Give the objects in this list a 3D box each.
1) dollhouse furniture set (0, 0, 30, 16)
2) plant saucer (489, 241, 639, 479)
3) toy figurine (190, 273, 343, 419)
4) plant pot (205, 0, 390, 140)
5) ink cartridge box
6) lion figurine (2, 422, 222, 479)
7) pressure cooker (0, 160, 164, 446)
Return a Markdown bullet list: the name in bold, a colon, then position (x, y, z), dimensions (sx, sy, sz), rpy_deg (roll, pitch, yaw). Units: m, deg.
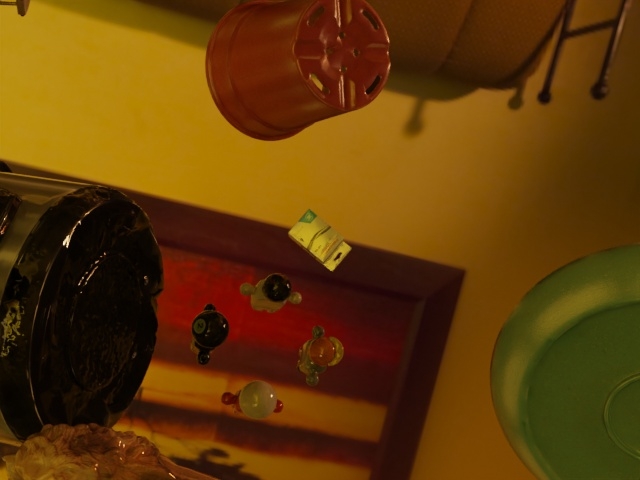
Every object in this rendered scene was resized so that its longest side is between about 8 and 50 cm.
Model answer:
- **dollhouse furniture set**: position (-0.463, -0.335, 1.081), dimensions (0.130, 0.128, 0.183), rpy_deg (0, -134, -9)
- **plant saucer**: position (0.311, 0.153, 0.750), dimensions (0.318, 0.317, 0.043), rpy_deg (15, -152, 15)
- **toy figurine**: position (-0.094, 0.171, 1.353), dimensions (0.210, 0.213, 0.148), rpy_deg (-31, 173, -20)
- **plant pot**: position (-0.030, -0.324, 1.497), dimensions (0.273, 0.272, 0.265), rpy_deg (10, 177, -33)
- **ink cartridge box**: position (0.000, 0.000, 1.190), dimensions (0.083, 0.048, 0.028), rpy_deg (39, 172, 4)
- **lion figurine**: position (-0.107, 0.287, 0.815), dimensions (0.393, 0.142, 0.240), rpy_deg (11, 143, 0)
- **pressure cooker**: position (-0.477, 0.085, 1.142), dimensions (0.421, 0.375, 0.370), rpy_deg (9, -168, 16)
